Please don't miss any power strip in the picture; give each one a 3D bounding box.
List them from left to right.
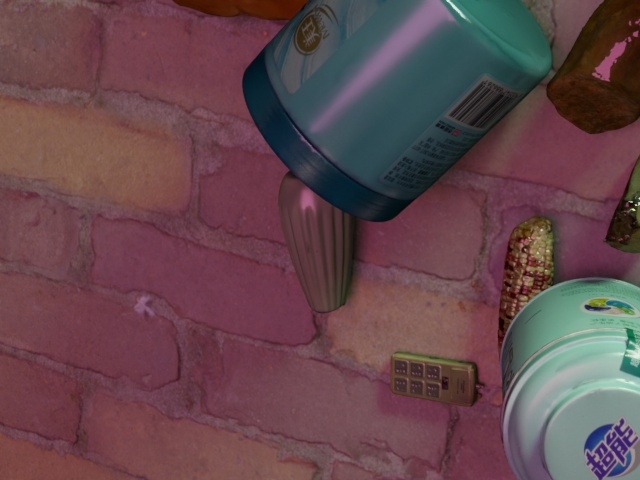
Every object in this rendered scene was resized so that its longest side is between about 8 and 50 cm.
[{"bbox_3d":[0.196,0.235,1.941,0.168,0.028,0.076,6,103,28],"label":"power strip"}]

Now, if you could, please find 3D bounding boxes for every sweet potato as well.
[{"bbox_3d":[0.470,-0.306,1.608,0.158,0.158,0.370,42,107,14],"label":"sweet potato"}]

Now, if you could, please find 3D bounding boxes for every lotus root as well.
[{"bbox_3d":[0.467,-0.038,1.676,0.070,0.144,0.143,21,119,15],"label":"lotus root"}]

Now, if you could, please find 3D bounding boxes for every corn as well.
[{"bbox_3d":[0.324,0.087,1.806,0.086,0.086,0.254,8,104,27],"label":"corn"}]

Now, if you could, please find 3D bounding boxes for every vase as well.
[{"bbox_3d":[0.000,0.000,1.947,0.128,0.128,0.248,4,112,28],"label":"vase"}]

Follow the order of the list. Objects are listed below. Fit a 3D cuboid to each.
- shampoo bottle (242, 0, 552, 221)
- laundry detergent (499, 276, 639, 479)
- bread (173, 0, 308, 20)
[{"bbox_3d":[0.116,-0.257,1.703,0.342,0.331,0.331,-42,80,28],"label":"shampoo bottle"},{"bbox_3d":[0.397,0.231,1.627,0.287,0.305,0.287,2,106,8],"label":"laundry detergent"},{"bbox_3d":[-0.119,-0.463,1.890,0.343,0.148,0.195,12,105,26],"label":"bread"}]
